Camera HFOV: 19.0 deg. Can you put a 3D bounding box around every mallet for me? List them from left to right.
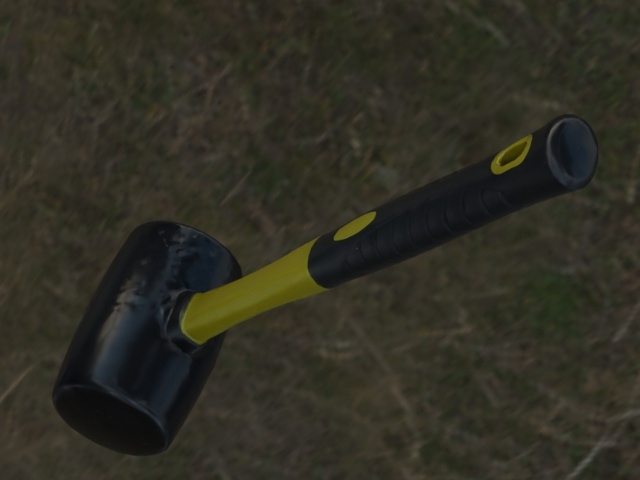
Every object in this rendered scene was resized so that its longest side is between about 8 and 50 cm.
[{"bbox_3d":[0.000,0.000,0.484,0.039,0.190,0.062,38,46,-23],"label":"mallet"}]
